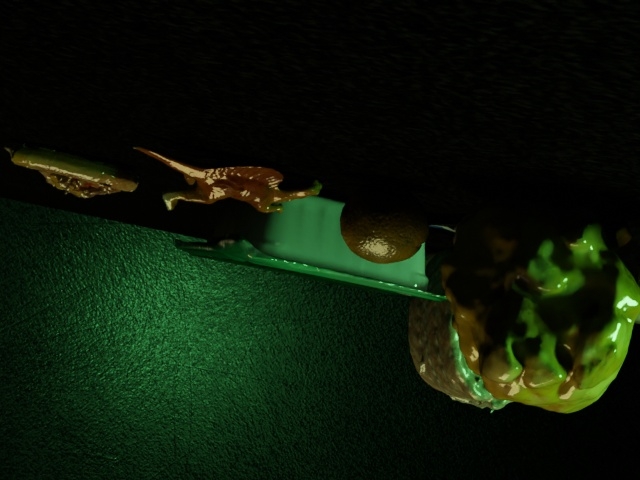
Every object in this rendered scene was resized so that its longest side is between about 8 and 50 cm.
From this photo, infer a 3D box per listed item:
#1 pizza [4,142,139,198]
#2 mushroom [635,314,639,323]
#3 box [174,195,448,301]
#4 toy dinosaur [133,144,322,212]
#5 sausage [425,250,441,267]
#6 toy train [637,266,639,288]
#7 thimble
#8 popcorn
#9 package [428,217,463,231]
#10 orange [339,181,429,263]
[{"bbox_3d":[-0.352,-0.092,1.548,0.185,0.052,0.195,16,175,-22],"label":"pizza"},{"bbox_3d":[0.543,0.111,1.859,0.223,0.081,0.092,16,-167,-34],"label":"mushroom"},{"bbox_3d":[0.000,0.000,1.495,0.336,0.106,0.264,12,177,-27],"label":"box"},{"bbox_3d":[-0.095,-0.063,1.210,0.142,0.057,0.212,-3,173,20],"label":"toy dinosaur"},{"bbox_3d":[0.347,0.088,2.020,0.433,0.088,0.088,12,176,-21],"label":"sausage"},{"bbox_3d":[0.366,0.031,1.045,0.137,0.090,0.225,21,175,19],"label":"toy train"},{"bbox_3d":[0.233,0.115,1.599,0.196,0.229,0.148,31,168,-16],"label":"thimble"},{"bbox_3d":[0.204,0.050,1.065,0.190,0.191,0.253,25,-172,9],"label":"popcorn"},{"bbox_3d":[0.237,-0.002,1.369,0.171,0.027,0.173,13,172,-26],"label":"package"},{"bbox_3d":[0.068,-0.017,1.169,0.095,0.085,0.085,22,173,-21],"label":"orange"}]
